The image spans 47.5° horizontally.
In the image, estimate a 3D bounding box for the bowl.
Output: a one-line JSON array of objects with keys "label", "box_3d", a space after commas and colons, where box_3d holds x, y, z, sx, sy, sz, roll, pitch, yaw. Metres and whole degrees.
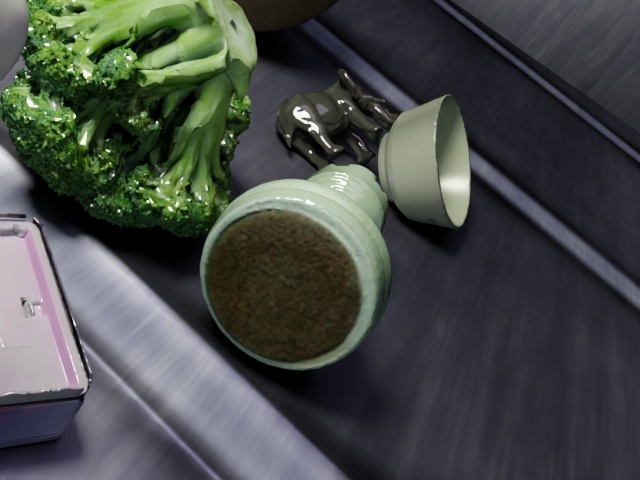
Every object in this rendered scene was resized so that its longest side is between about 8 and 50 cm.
[{"label": "bowl", "box_3d": [0.161, -0.120, 1.151, 0.112, 0.212, 0.211, -1, 21, 25]}]

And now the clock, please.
[{"label": "clock", "box_3d": [-0.278, 0.065, 0.569, 0.144, 0.073, 0.193, 3, 44, -41]}]

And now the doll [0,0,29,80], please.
[{"label": "doll", "box_3d": [-0.334, 0.032, 0.388, 0.187, 0.376, 0.366, 24, 53, -28]}]

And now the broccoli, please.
[{"label": "broccoli", "box_3d": [-0.182, -0.151, 0.784, 0.308, 0.275, 0.308, 33, 48, -47]}]

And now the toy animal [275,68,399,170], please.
[{"label": "toy animal", "box_3d": [0.033, -0.197, 1.168, 0.146, 0.115, 0.245, 48, 34, 19]}]

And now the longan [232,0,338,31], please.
[{"label": "longan", "box_3d": [-0.119, -0.548, 1.280, 0.404, 0.336, 0.404, 16, 30, -9]}]

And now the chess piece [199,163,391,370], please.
[{"label": "chess piece", "box_3d": [0.000, 0.000, 0.836, 0.194, 0.195, 0.299, 36, 23, 0]}]
